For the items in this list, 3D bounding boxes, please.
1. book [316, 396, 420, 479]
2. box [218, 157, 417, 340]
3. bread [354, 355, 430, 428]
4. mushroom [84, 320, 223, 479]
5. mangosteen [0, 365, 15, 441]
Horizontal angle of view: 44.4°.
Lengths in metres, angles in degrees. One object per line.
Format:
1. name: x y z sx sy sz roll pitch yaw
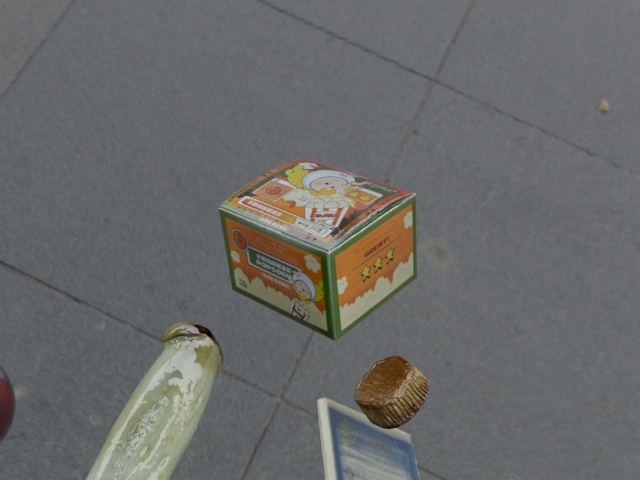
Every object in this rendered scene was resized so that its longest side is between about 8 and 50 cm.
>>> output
1. book: 0.087 0.396 1.092 0.018 0.228 0.322 -31 47 27
2. box: 0.000 0.000 1.040 0.195 0.148 0.177 23 41 37
3. bread: 0.086 0.178 0.905 0.085 0.085 0.053 -50 117 -21
4. mushroom: -0.200 0.238 0.912 0.100 0.081 0.312 48 53 -36
5. mangosteen: -0.514 0.232 1.058 0.200 0.200 0.200 2 69 -6
